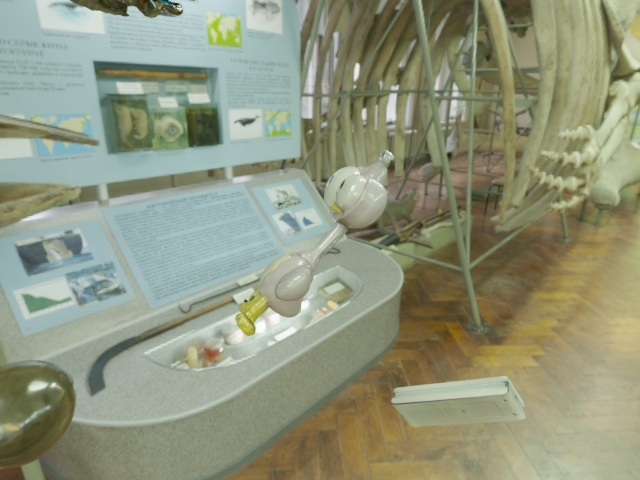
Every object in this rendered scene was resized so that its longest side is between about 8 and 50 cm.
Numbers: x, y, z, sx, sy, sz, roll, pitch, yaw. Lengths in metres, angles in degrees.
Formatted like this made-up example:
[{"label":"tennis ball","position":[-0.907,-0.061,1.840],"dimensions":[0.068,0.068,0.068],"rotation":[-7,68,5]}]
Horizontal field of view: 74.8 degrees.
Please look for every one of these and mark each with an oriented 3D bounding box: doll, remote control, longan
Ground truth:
[{"label":"doll","position":[0.001,0.000,0.687],"dimensions":[0.094,0.365,0.160],"rotation":[37,0,-9]},{"label":"remote control","position":[0.312,0.375,0.973],"dimensions":[0.277,0.103,0.055],"rotation":[-21,29,33]},{"label":"longan","position":[-0.495,0.287,0.665],"dimensions":[0.184,0.159,0.204],"rotation":[-27,23,11]}]

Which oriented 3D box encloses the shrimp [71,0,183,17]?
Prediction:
[{"label":"shrimp","position":[-0.333,-0.418,0.496],"dimensions":[0.110,0.221,0.445],"rotation":[30,6,26]}]
